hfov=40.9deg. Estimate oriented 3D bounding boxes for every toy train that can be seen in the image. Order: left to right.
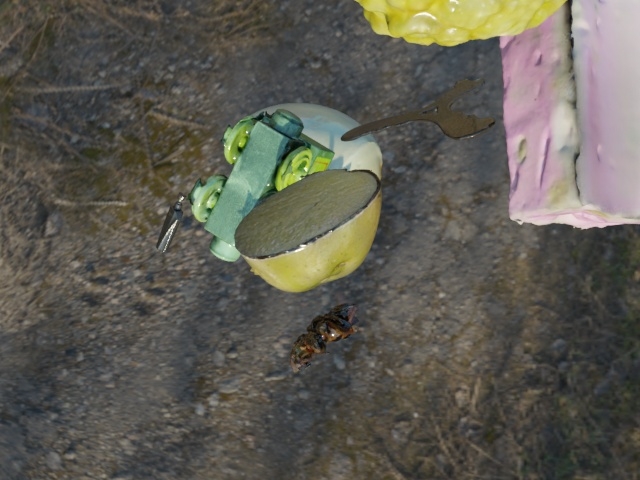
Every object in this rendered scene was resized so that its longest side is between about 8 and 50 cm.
[{"bbox_3d":[-0.098,-0.092,1.464,0.159,0.188,0.272,32,102,20],"label":"toy train"}]

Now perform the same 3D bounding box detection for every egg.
[{"bbox_3d":[-0.036,-0.174,1.970,0.345,0.283,0.283,24,69,10],"label":"egg"}]

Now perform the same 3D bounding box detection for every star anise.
[{"bbox_3d":[0.024,0.171,1.651,0.073,0.234,0.177,55,37,-6],"label":"star anise"}]

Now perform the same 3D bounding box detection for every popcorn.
[{"bbox_3d":[0.149,-0.301,0.808,0.225,0.174,0.286,44,70,12],"label":"popcorn"}]

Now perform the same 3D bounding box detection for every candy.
[{"bbox_3d":[0.292,-0.147,0.948,0.155,0.115,0.265,3,81,-32],"label":"candy"}]

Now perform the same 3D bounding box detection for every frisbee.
[{"bbox_3d":[0.148,-0.160,1.050,0.187,0.211,0.012,-38,120,-35],"label":"frisbee"}]

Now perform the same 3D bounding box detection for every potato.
[{"bbox_3d":[0.000,0.000,1.122,0.202,0.182,0.117,-29,115,-2],"label":"potato"}]

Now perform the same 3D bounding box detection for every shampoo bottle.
[{"bbox_3d":[-0.327,-0.040,1.890,0.027,0.048,0.137,9,114,-40],"label":"shampoo bottle"}]
